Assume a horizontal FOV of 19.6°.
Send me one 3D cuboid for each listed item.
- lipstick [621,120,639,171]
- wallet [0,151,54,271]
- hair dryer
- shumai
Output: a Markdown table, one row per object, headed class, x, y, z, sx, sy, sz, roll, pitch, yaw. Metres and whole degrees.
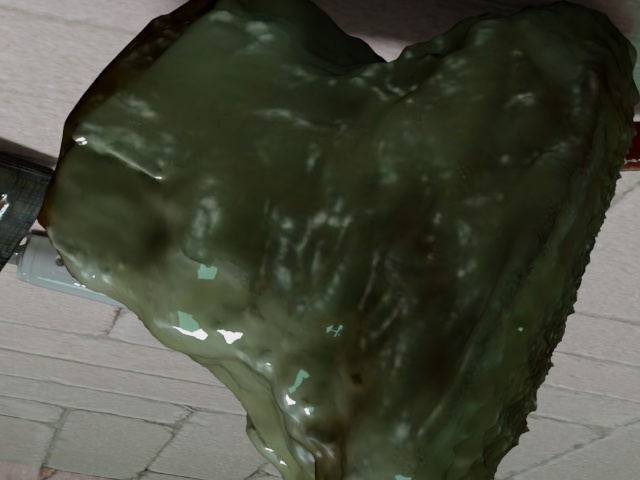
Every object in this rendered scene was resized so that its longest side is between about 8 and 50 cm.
| class | x | y | z | sx | sy | sz | roll | pitch | yaw |
| --- | --- | --- | --- | --- | --- | --- | --- | --- | --- |
| lipstick | 0.113 | -0.063 | 1.334 | 0.274 | 0.061 | 0.068 | -1 | 160 | 27 |
| wallet | -0.386 | -0.038 | 1.525 | 0.317 | 0.044 | 0.169 | 20 | 119 | -37 |
| hair dryer | -0.190 | 0.042 | 1.822 | 0.357 | 0.107 | 0.173 | 16 | 164 | 4 |
| shumai | 0.000 | 0.000 | 1.135 | 0.323 | 0.397 | 0.324 | 23 | 162 | 8 |
